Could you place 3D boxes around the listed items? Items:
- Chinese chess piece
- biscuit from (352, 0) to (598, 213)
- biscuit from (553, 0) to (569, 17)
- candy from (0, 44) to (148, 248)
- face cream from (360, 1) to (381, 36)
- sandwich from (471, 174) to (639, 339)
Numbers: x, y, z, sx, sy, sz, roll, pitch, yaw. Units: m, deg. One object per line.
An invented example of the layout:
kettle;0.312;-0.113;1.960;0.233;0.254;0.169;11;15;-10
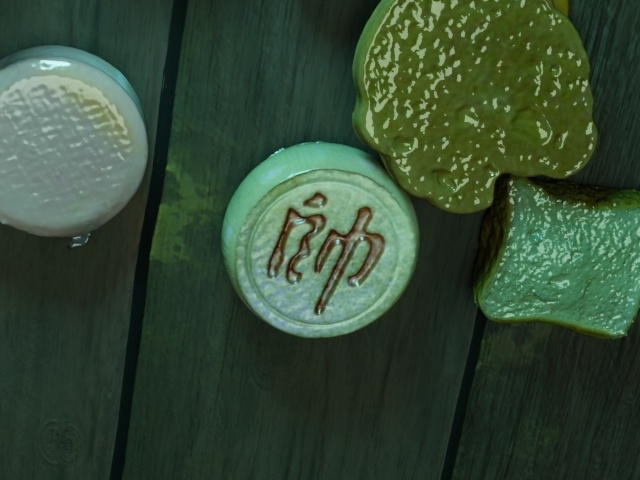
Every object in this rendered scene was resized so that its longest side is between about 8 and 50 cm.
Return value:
Chinese chess piece;0.000;0.000;1.853;0.270;0.112;0.270;-3;112;-8
biscuit;0.198;-0.195;1.768;0.312;0.057;0.351;-38;112;3
biscuit;0.242;-0.295;1.799;0.170;0.050;0.170;-4;113;-9
candy;-0.340;-0.119;1.751;0.255;0.094;0.255;-3;113;-8
face cream;0.141;-0.349;1.761;0.092;0.058;0.243;33;99;-12
sandwich;0.348;0.022;1.934;0.251;0.087;0.226;9;112;-13
